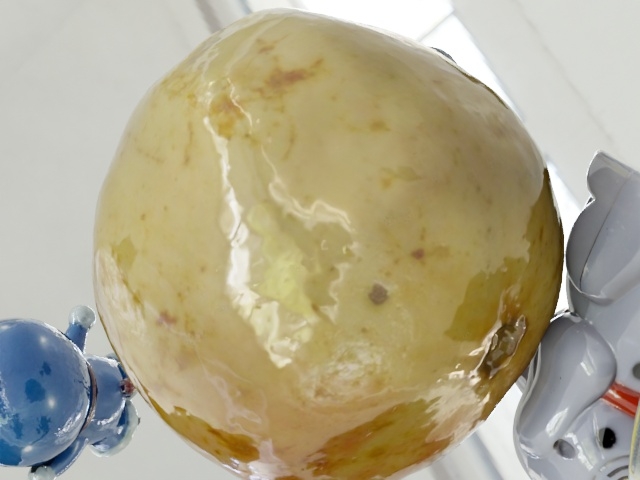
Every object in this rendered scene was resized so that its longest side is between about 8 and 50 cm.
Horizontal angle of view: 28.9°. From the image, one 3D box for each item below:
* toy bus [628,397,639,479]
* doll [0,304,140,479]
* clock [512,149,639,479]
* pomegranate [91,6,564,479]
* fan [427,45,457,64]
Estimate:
[{"bbox_3d":[0.320,0.136,0.773,0.268,0.092,0.106,7,-176,-27],"label":"toy bus"},{"bbox_3d":[-0.307,0.169,1.384,0.257,0.161,0.215,28,-126,-59],"label":"doll"},{"bbox_3d":[0.222,0.083,0.887,0.188,0.254,0.189,26,-163,-8],"label":"clock"},{"bbox_3d":[0.000,0.000,0.869,0.342,0.342,0.342,40,-155,-23],"label":"pomegranate"},{"bbox_3d":[0.064,-0.119,1.194,0.244,0.074,0.130,-20,-67,-55],"label":"fan"}]
